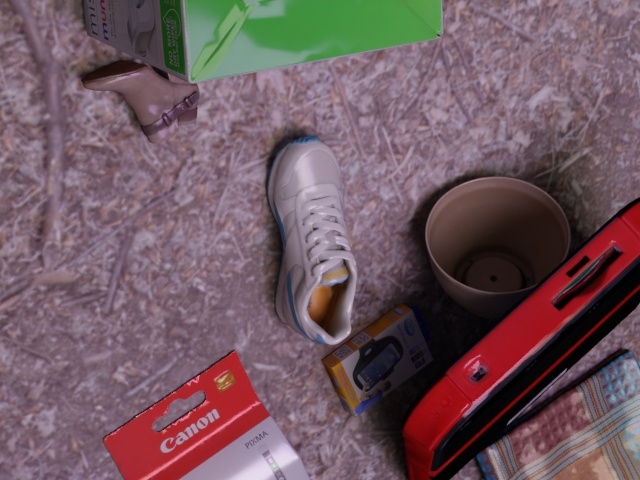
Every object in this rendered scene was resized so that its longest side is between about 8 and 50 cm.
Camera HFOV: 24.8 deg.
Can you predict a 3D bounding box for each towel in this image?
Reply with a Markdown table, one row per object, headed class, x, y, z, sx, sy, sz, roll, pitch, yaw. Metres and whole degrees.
| class | x | y | z | sx | sy | sz | roll | pitch | yaw |
| --- | --- | --- | --- | --- | --- | --- | --- | --- | --- |
| towel | 0.382 | 0.364 | 1.901 | 0.271 | 0.040 | 0.370 | -31 | 102 | -20 |

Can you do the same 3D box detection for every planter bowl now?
| class | x | y | z | sx | sy | sz | roll | pitch | yaw |
| --- | --- | --- | --- | --- | --- | --- | --- | --- | --- |
| planter bowl | 0.201 | 0.022 | 1.670 | 0.162 | 0.162 | 0.109 | -33 | 149 | -17 |

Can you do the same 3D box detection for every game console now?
| class | x | y | z | sx | sy | sz | roll | pitch | yaw |
| --- | --- | --- | --- | --- | --- | --- | --- | --- | --- |
| game console | 0.246 | 0.129 | 1.690 | 0.386 | 0.060 | 0.342 | -40 | 164 | -11 |

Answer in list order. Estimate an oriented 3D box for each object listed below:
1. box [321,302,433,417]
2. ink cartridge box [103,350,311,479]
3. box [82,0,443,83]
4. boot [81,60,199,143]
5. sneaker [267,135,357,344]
| class | x | y | z | sx | sy | sz | roll | pitch | yaw |
| --- | --- | --- | --- | --- | --- | --- | --- | --- | --- |
| box | 0.074 | 0.135 | 1.700 | 0.136 | 0.028 | 0.081 | -34 | 123 | -15 |
| ink cartridge box | -0.114 | 0.261 | 1.617 | 0.181 | 0.056 | 0.224 | -34 | 124 | -17 |
| box | -0.059 | -0.241 | 1.342 | 0.262 | 0.231 | 0.126 | -14 | 114 | -27 |
| boot | -0.172 | -0.136 | 1.431 | 0.118 | 0.042 | 0.087 | -21 | 121 | -24 |
| sneaker | 0.000 | 0.000 | 1.560 | 0.087 | 0.092 | 0.228 | -15 | 114 | -25 |
